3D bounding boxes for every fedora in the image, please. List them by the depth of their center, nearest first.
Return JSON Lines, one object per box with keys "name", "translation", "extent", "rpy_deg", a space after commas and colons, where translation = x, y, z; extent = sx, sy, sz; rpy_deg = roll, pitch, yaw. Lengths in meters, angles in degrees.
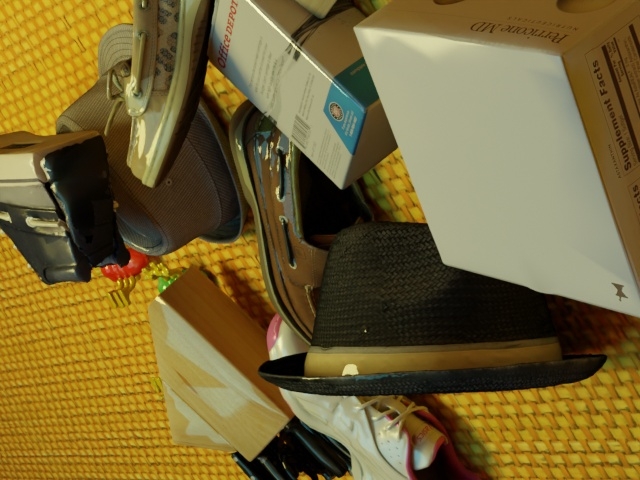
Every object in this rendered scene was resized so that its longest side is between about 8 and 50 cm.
{"name": "fedora", "translation": [0.096, 0.056, 1.736], "extent": [0.334, 0.334, 0.152], "rpy_deg": [-5, 88, 60]}
{"name": "fedora", "translation": [-0.204, -0.091, 2.130], "extent": [0.275, 0.124, 0.244], "rpy_deg": [58, 153, -11]}

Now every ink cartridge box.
{"name": "ink cartridge box", "translation": [-0.008, -0.162, 1.771], "extent": [0.190, 0.082, 0.139], "rpy_deg": [46, 153, 17]}

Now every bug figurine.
{"name": "bug figurine", "translation": [-0.182, 0.111, 2.401], "extent": [0.216, 0.072, 0.279], "rpy_deg": [-5, 114, 53]}

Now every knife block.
{"name": "knife block", "translation": [-0.062, 0.175, 2.235], "extent": [0.242, 0.088, 0.275], "rpy_deg": [4, 117, 25]}

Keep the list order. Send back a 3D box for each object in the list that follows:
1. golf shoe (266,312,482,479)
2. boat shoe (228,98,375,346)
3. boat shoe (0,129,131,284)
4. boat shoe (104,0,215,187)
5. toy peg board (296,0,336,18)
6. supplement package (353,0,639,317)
{"name": "golf shoe", "translation": [0.065, 0.187, 2.075], "extent": [0.306, 0.115, 0.140], "rpy_deg": [52, 144, -13]}
{"name": "boat shoe", "translation": [0.000, 0.000, 1.924], "extent": [0.104, 0.111, 0.307], "rpy_deg": [13, 134, 54]}
{"name": "boat shoe", "translation": [-0.330, -0.032, 2.116], "extent": [0.340, 0.127, 0.158], "rpy_deg": [5, 113, 58]}
{"name": "boat shoe", "translation": [-0.153, -0.192, 1.828], "extent": [0.089, 0.104, 0.285], "rpy_deg": [13, 106, 2]}
{"name": "toy peg board", "translation": [-0.018, -0.298, 1.651], "extent": [0.161, 0.079, 0.161], "rpy_deg": [37, 154, -3]}
{"name": "supplement package", "translation": [0.204, -0.115, 1.279], "extent": [0.199, 0.263, 0.198], "rpy_deg": [16, 136, 50]}
